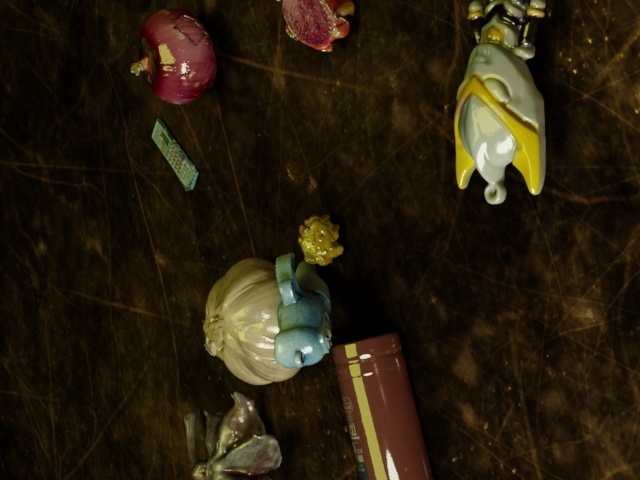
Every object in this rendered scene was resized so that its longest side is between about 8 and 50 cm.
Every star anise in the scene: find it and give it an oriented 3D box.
[{"bbox_3d":[-0.155,0.423,2.244,0.316,0.139,0.359,-47,46,39],"label":"star anise"}]

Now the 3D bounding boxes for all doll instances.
[{"bbox_3d":[0.242,-0.205,1.556,0.146,0.103,0.316,7,94,29],"label":"doll"}]

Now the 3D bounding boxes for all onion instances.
[{"bbox_3d":[-0.269,-0.337,2.164,0.177,0.154,0.177,169,90,-90],"label":"onion"}]

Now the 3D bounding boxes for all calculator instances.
[{"bbox_3d":[-0.291,-0.170,2.345,0.172,0.018,0.057,55,136,31],"label":"calculator"}]

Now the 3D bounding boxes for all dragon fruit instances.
[{"bbox_3d":[-0.001,-0.361,1.872,0.126,0.068,0.112,11,124,38],"label":"dragon fruit"}]

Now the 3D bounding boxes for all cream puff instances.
[{"bbox_3d":[0.000,0.000,1.961,0.083,0.058,0.083,40,92,9],"label":"cream puff"}]

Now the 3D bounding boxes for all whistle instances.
[{"bbox_3d":[-0.027,0.120,1.917,0.269,0.093,0.180,-89,-20,-61],"label":"whistle"}]

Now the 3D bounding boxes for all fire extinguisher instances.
[{"bbox_3d":[0.109,0.318,1.867,0.114,0.135,0.337,-14,86,12],"label":"fire extinguisher"}]

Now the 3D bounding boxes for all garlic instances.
[{"bbox_3d":[-0.120,0.147,2.087,0.228,0.152,0.227,6,98,49],"label":"garlic"}]
